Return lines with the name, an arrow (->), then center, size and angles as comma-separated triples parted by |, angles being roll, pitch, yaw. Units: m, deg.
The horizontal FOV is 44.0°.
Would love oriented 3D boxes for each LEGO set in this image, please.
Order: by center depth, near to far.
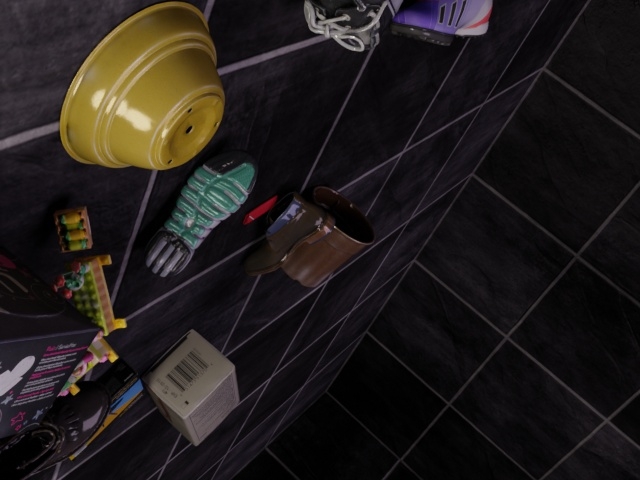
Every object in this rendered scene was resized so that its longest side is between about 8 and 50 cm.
LEGO set -> -0.312, 0.108, 0.931 | 0.287, 0.132, 0.107 | -64, 173, 23

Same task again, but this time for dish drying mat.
dish drying mat -> -0.110, -0.056, 1.460 | 0.083, 0.008, 0.032 | -36, 159, -43

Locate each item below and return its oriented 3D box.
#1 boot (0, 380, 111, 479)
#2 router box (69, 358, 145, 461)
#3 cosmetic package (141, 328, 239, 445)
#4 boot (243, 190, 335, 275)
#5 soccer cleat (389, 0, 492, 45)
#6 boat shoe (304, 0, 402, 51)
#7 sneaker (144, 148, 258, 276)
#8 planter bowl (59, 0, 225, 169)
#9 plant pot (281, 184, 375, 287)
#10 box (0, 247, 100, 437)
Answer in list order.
boot -> -0.370, 0.268, 1.051 | 0.263, 0.091, 0.229 | -36, -178, -32
router box -> -0.403, 0.309, 1.436 | 0.179, 0.046, 0.133 | -44, 165, -23
cosmetic package -> -0.272, 0.322, 1.706 | 0.153, 0.129, 0.296 | -45, 165, -22
boot -> -0.088, -0.016, 1.540 | 0.219, 0.106, 0.082 | -33, -143, 21
soccer cleat -> 0.217, -0.411, 1.384 | 0.318, 0.108, 0.117 | -27, 133, -53
boat shoe -> 0.030, -0.308, 1.022 | 0.306, 0.113, 0.105 | -27, 140, -78
sneaker -> -0.180, -0.048, 1.181 | 0.224, 0.083, 0.098 | -48, -171, 2
planter bowl -> -0.171, -0.145, 0.876 | 0.217, 0.090, 0.217 | -46, 165, -16
plant pot -> 0.000, 0.000, 1.661 | 0.165, 0.167, 0.167 | -47, 168, 25
box -> -0.366, 0.099, 0.769 | 0.142, 0.163, 0.247 | -55, 166, 6
